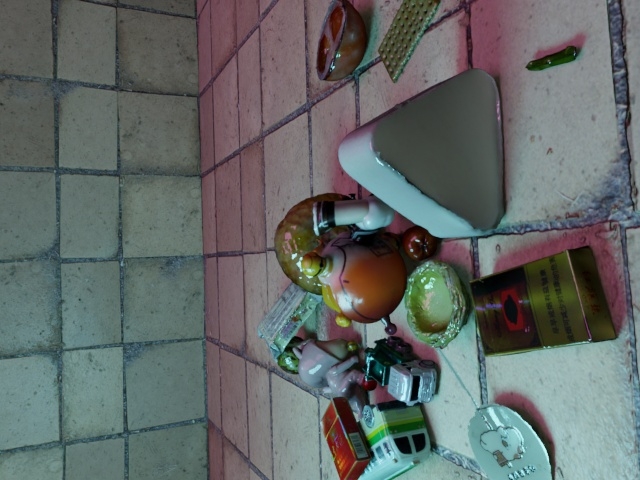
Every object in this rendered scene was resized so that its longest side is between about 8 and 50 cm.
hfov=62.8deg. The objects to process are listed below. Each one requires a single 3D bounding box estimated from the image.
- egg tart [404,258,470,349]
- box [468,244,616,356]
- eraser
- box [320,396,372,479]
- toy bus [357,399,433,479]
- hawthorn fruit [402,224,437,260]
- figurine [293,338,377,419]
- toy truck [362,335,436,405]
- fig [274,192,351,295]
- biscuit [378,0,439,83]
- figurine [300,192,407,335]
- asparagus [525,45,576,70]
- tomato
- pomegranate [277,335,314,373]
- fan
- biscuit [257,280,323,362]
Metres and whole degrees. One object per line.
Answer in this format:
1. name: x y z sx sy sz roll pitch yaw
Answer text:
1. egg tart: 0.264 0.136 1.151 0.197 0.078 0.197 -2 88 62
2. box: 0.378 0.116 0.929 0.240 0.071 0.159 -32 64 59
3. eraser: 0.236 -0.143 1.046 0.150 0.331 0.331 171 97 -65
4. box: 0.059 0.497 1.311 0.175 0.048 0.112 -117 37 -45
5. toy bus: 0.156 0.513 1.316 0.276 0.134 0.164 119 143 -47
6. hawthorn fruit: 0.229 0.001 1.226 0.093 0.081 0.081 -110 27 -71
7. figurine: 0.058 0.383 1.536 0.186 0.176 0.287 -50 48 -9
8. toy truck: 0.180 0.318 1.282 0.216 0.116 0.110 25 113 61
9. fig: 0.000 0.000 1.511 0.369 0.286 0.286 -155 66 -76
10. biscuit: 0.213 -0.525 1.302 0.231 0.016 0.139 -57 40 48
11. figurine: 0.102 0.054 1.239 0.196 0.320 0.323 9 109 48
12. asparagus: 0.403 -0.316 0.914 0.108 0.021 0.025 6 92 64
13. tomato: 0.068 -0.565 1.490 0.228 0.112 0.199 119 148 -47
14. pomegranate: -0.086 0.384 1.816 0.163 0.125 0.138 -62 2 29
15. fan: 0.322 0.352 1.034 0.329 0.009 0.190 59 145 24
16. biscuit: -0.103 0.247 1.793 0.309 0.079 0.186 -53 35 2
